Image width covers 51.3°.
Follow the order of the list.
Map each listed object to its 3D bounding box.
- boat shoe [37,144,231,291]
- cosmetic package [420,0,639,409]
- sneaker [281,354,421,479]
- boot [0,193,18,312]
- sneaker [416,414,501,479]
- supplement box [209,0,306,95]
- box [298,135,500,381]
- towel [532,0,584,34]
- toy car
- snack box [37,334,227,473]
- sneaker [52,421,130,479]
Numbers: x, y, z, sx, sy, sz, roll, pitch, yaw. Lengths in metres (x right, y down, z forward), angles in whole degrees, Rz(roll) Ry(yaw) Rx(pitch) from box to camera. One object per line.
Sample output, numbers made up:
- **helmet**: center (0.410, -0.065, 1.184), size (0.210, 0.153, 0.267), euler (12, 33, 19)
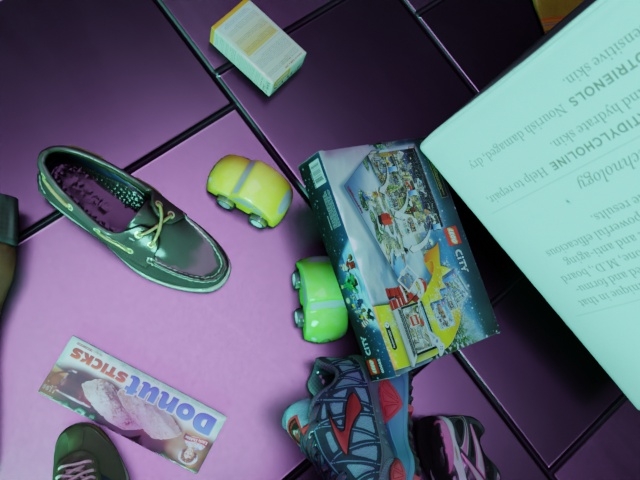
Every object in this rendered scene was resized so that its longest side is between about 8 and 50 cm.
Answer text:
- **boat shoe**: center (-0.194, -0.020, 0.696), size (0.228, 0.069, 0.081), euler (31, 72, -4)
- **cosmetic package**: center (0.395, -0.094, 0.679), size (0.394, 0.327, 0.329), euler (49, 59, -2)
- **sneaker**: center (0.019, 0.204, 0.631), size (0.125, 0.262, 0.104), euler (14, 115, -2)
- **boot**: center (-0.432, 0.084, 0.626), size (0.264, 0.096, 0.280), euler (7, 83, -19)
- **sneaker**: center (0.163, 0.273, 0.713), size (0.077, 0.072, 0.178), euler (-5, 84, -25)
- **supplement box**: center (-0.074, -0.229, 0.791), size (0.098, 0.036, 0.062), euler (43, 71, 0)
- **box**: center (0.085, 0.011, 0.702), size (0.159, 0.044, 0.233), euler (-13, 81, -37)
- **towel**: center (0.339, -0.341, 0.923), size (0.102, 0.021, 0.237), euler (-13, 80, -17)
- **toy car**: center (0.000, 0.000, 0.745), size (0.239, 0.053, 0.225), euler (-4, 78, -14)
- **snack box**: center (-0.189, 0.167, 0.678), size (0.178, 0.022, 0.064), euler (29, 71, -5)
- **sneaker**: center (-0.204, 0.237, 0.586), size (0.064, 0.086, 0.192), euler (-18, 55, -11)
